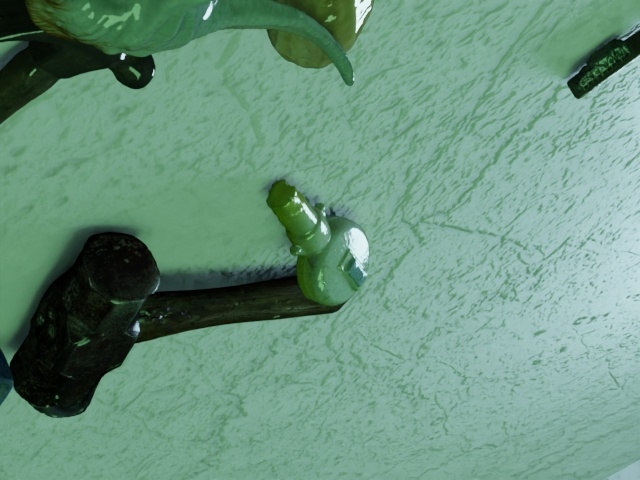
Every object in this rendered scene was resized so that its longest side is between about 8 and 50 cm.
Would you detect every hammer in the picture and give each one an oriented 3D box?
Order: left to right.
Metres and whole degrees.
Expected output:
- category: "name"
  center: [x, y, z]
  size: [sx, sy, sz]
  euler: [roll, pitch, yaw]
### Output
- category: "hammer"
  center: [-0.349, -0.056, 1.048]
  size: [0.440, 0.044, 0.168]
  euler: [-37, 149, 19]
- category: "hammer"
  center: [-0.136, 0.077, 1.396]
  size: [0.408, 0.095, 0.242]
  euler: [-7, 146, -37]

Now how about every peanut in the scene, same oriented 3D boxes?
- category: "peanut"
  center: [0.008, -0.231, 0.987]
  size: [0.098, 0.090, 0.214]
  euler: [-23, 153, -24]

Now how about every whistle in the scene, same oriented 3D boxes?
- category: "whistle"
  center: [0.000, 0.000, 1.358]
  size: [0.104, 0.057, 0.198]
  euler: [-59, 144, -19]

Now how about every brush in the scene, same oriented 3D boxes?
- category: "brush"
  center: [0.348, -0.223, 1.308]
  size: [0.190, 0.034, 0.027]
  euler: [-35, 132, 19]

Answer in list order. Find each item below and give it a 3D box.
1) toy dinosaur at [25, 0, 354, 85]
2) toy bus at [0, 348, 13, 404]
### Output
- category: "toy dinosaur"
  center: [-0.088, -0.186, 0.876]
  size: [0.205, 0.092, 0.393]
  euler: [-27, 163, 25]
- category: "toy bus"
  center: [-0.443, 0.141, 1.268]
  size: [0.236, 0.079, 0.094]
  euler: [16, 115, -49]
